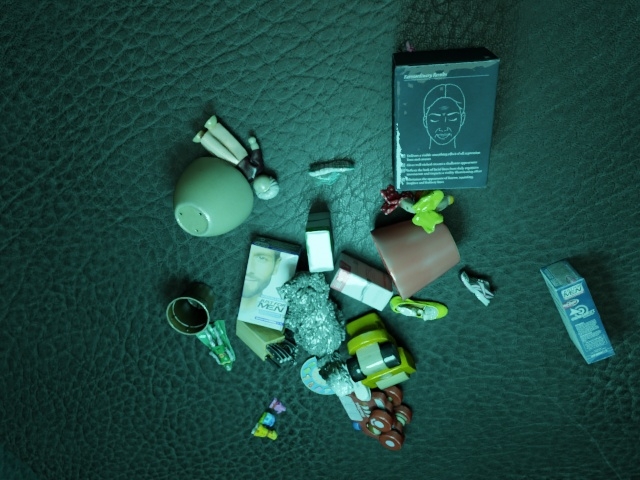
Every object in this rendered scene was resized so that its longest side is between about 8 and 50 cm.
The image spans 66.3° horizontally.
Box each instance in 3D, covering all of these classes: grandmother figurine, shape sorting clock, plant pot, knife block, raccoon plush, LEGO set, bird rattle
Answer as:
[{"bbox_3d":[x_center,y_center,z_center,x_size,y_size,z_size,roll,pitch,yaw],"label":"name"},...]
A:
[{"bbox_3d":[-0.288,-0.272,1.739,0.342,0.104,0.208,42,119,-9],"label":"grandmother figurine"},{"bbox_3d":[0.017,0.578,2.092,0.206,0.040,0.206,2,112,4],"label":"shape sorting clock"},{"bbox_3d":[-0.401,-0.122,1.714,0.284,0.191,0.284,11,129,13],"label":"plant pot"},{"bbox_3d":[-0.500,0.260,1.940,0.167,0.165,0.167,2,112,4],"label":"plant pot"},{"bbox_3d":[-0.221,0.410,1.935,0.276,0.242,0.088,9,112,2],"label":"knife block"},{"bbox_3d":[0.340,0.040,1.735,0.243,0.275,0.275,-25,108,5],"label":"plant pot"},{"bbox_3d":[0.018,0.304,1.756,0.216,0.446,0.299,-33,153,-15],"label":"raccoon plush"},{"bbox_3d":[-0.225,0.827,2.192,0.093,0.087,0.227,29,113,-7],"label":"LEGO set"},{"bbox_3d":[0.338,-0.129,1.696,0.207,0.253,0.143,-22,115,-27],"label":"bird rattle"}]

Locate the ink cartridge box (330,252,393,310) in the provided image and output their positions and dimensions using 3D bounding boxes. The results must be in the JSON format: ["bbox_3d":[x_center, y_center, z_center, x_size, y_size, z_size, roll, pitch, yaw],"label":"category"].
[{"bbox_3d":[0.154,0.152,1.839,0.218,0.158,0.092,24,111,-5],"label":"ink cartridge box"}]

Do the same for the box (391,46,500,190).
[{"bbox_3d":[0.374,-0.380,1.545,0.293,0.212,0.395,-1,121,6],"label":"box"}]

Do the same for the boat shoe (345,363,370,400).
[{"bbox_3d":[0.160,0.577,2.023,0.066,0.184,0.063,-38,138,7],"label":"boat shoe"}]

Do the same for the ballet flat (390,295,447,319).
[{"bbox_3d":[0.385,0.275,1.913,0.231,0.077,0.077,13,112,0],"label":"ballet flat"}]

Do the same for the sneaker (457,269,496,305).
[{"bbox_3d":[0.597,0.165,1.863,0.178,0.072,0.077,42,98,-20],"label":"sneaker"}]

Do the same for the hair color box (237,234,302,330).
[{"bbox_3d":[-0.199,0.167,1.907,0.185,0.110,0.339,14,111,1],"label":"hair color box"}]

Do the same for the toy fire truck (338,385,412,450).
[{"bbox_3d":[0.232,0.748,2.088,0.254,0.169,0.302,-6,122,34],"label":"toy fire truck"}]

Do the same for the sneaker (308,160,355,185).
[{"bbox_3d":[0.043,-0.237,1.751,0.166,0.065,0.076,-6,128,11],"label":"sneaker"}]

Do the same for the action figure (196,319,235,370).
[{"bbox_3d":[-0.427,0.457,2.074,0.137,0.063,0.232,-18,113,9],"label":"action figure"}]

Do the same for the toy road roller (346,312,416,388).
[{"bbox_3d":[0.226,0.438,1.959,0.202,0.240,0.329,-26,145,14],"label":"toy road roller"}]

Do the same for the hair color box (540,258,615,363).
[{"bbox_3d":[0.945,0.259,1.804,0.105,0.174,0.347,-27,108,14],"label":"hair color box"}]

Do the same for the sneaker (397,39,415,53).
[{"bbox_3d":[0.287,-0.584,1.592,0.057,0.047,0.119,-12,112,33],"label":"sneaker"}]

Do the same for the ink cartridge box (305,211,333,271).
[{"bbox_3d":[0.000,0.000,1.765,0.087,0.208,0.153,-6,113,4],"label":"ink cartridge box"}]
